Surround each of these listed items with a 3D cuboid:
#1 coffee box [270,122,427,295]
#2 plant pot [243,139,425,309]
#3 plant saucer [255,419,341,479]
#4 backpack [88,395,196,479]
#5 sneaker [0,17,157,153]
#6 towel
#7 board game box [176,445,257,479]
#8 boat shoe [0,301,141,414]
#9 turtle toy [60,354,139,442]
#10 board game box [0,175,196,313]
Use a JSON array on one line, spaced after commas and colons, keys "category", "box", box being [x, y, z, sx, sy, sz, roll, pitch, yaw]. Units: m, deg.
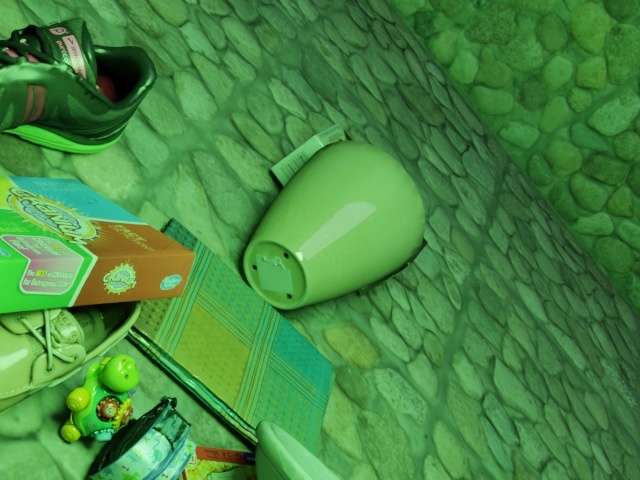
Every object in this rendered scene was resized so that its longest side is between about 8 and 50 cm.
[{"category": "coffee box", "box": [0.059, -0.063, 1.960, 0.297, 0.119, 0.168, 54, 22, -2]}, {"category": "plant pot", "box": [0.000, 0.000, 1.724, 0.256, 0.256, 0.274, 54, 42, -2]}, {"category": "plant saucer", "box": [0.040, 0.393, 1.266, 0.400, 0.100, 0.400, 43, -5, 5]}, {"category": "backpack", "box": [-0.210, 0.260, 1.227, 0.084, 0.105, 0.114, 50, 34, -6]}, {"category": "sneaker", "box": [-0.404, -0.223, 1.351, 0.185, 0.202, 0.483, 59, 28, 9]}, {"category": "towel", "box": [-0.130, 0.159, 1.533, 0.370, 0.040, 0.271, 44, 29, -16]}, {"category": "board game box", "box": [-0.122, 0.363, 1.312, 0.147, 0.045, 0.193, 19, 45, -47]}, {"category": "boat shoe", "box": [-0.326, 0.109, 1.169, 0.121, 0.110, 0.341, 64, 22, -3]}, {"category": "turtle toy", "box": [-0.254, 0.187, 1.226, 0.066, 0.130, 0.095, 24, 32, 8]}, {"category": "board game box", "box": [-0.341, -0.004, 1.231, 0.242, 0.064, 0.316, 29, 16, 28]}]
